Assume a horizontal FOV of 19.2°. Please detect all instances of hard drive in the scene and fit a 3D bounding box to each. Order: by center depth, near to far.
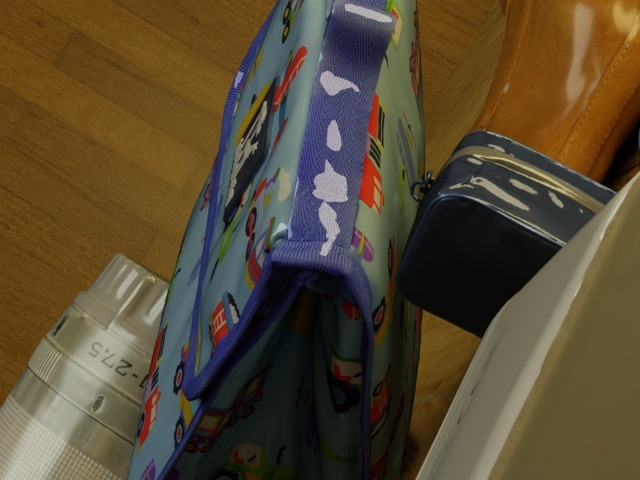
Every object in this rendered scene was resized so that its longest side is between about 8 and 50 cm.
[{"bbox_3d":[0.045,0.096,0.570,0.203,0.040,0.307,-64,-2,-7],"label":"hard drive"}]

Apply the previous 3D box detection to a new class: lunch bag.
[{"bbox_3d":[0.082,0.000,0.809,0.067,0.098,0.065,-64,-4,38],"label":"lunch bag"},{"bbox_3d":[0.000,0.000,0.895,0.293,0.138,0.221,105,176,-50],"label":"lunch bag"}]

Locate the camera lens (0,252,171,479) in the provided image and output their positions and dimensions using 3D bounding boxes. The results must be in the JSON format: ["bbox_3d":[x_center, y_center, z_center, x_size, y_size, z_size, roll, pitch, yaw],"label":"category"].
[{"bbox_3d":[-0.108,0.174,1.136,0.274,0.219,0.219,-59,2,-3],"label":"camera lens"}]

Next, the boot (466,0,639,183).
[{"bbox_3d":[0.116,-0.079,1.054,0.211,0.104,0.295,-59,6,-10],"label":"boot"}]

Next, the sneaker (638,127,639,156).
[{"bbox_3d":[0.143,-0.030,0.523,0.188,0.067,0.078,130,149,-66],"label":"sneaker"}]
